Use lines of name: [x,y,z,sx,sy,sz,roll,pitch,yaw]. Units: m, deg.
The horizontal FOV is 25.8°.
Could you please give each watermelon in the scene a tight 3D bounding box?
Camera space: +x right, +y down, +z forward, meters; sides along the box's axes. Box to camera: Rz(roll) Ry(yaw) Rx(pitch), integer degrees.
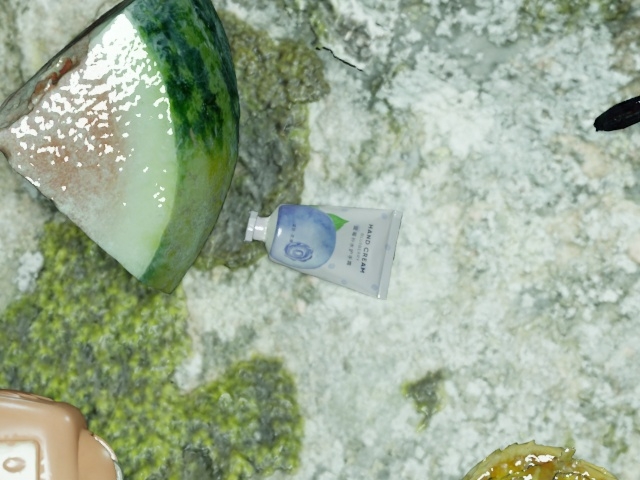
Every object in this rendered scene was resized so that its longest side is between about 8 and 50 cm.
watermelon: [-0.188,-0.113,1.303,0.231,0.193,0.310,6,99,-9]

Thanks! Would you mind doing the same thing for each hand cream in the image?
hand cream: [0.000,0.000,1.297,0.142,0.053,0.084,11,86,0]

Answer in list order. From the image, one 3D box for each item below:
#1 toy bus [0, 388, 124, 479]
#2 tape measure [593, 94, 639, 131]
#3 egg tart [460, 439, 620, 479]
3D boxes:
toy bus: [-0.291,0.265,1.256,0.232,0.194,0.288,-3,83,-3]
tape measure: [0.421,-0.162,1.201,0.351,0.215,0.098,-31,76,50]
egg tart: [0.189,0.303,1.212,0.231,0.098,0.252,11,83,17]
